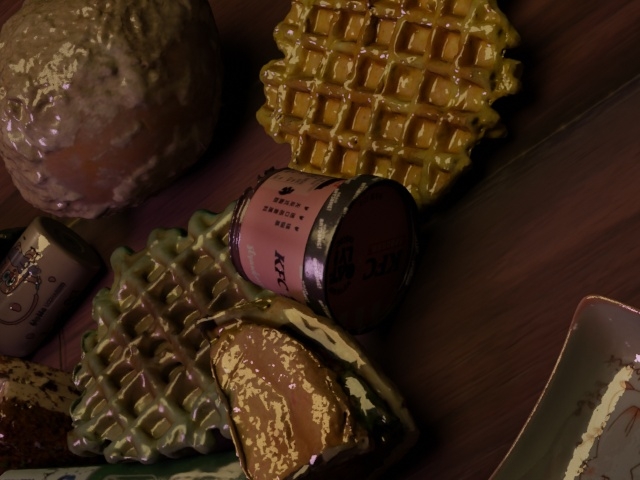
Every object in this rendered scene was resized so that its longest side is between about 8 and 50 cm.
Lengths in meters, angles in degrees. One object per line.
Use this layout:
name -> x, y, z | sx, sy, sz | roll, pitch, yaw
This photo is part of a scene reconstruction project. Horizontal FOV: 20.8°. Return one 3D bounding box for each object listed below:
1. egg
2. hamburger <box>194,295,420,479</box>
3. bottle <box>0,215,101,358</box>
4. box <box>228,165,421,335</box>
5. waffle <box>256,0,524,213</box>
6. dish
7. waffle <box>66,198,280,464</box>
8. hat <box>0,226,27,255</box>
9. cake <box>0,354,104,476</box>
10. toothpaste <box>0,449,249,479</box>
egg -> -0.243, -0.172, 1.973 | 0.279, 0.279, 0.310 | 2, 61, 47
hamburger -> -0.011, 0.136, 1.600 | 0.155, 0.135, 0.208 | -39, 59, 14
bottle -> -0.356, 0.077, 2.055 | 0.209, 0.097, 0.110 | -50, 3, 11
box -> 0.000, 0.000, 1.667 | 0.135, 0.151, 0.151 | 19, 79, 35
waffle -> 0.060, -0.161, 1.760 | 0.307, 0.060, 0.312 | -47, 56, 24
dish -> 0.236, 0.164, 1.396 | 0.151, 0.077, 0.212 | 23, 83, 49
waffle -> -0.134, 0.095, 1.805 | 0.291, 0.056, 0.309 | -13, 48, 30
hat -> -0.524, 0.087, 2.077 | 0.257, 0.382, 0.366 | 19, 75, 25
cake -> -0.321, 0.256, 1.943 | 0.112, 0.135, 0.246 | -103, 26, -53
toothpaste -> -0.202, 0.259, 1.778 | 0.392, 0.061, 0.099 | -6, 60, 29
